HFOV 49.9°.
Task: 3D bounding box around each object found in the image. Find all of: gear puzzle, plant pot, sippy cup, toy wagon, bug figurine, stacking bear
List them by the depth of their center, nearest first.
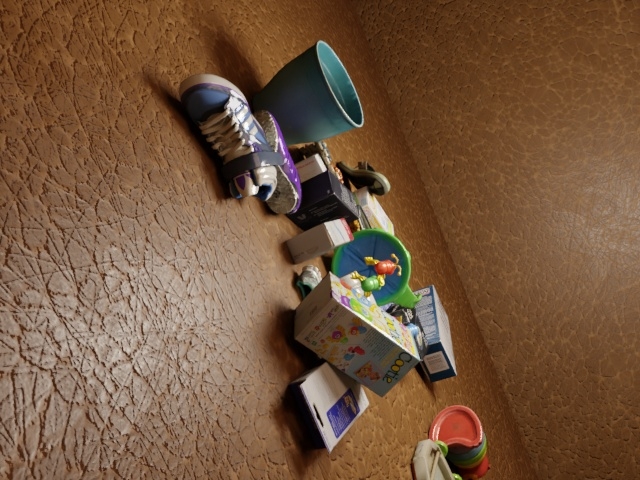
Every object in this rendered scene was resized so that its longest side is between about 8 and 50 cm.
[{"bbox_3d":[0.183,0.168,1.860,0.216,0.072,0.278,-9,77,-59],"label":"bug figurine"},{"bbox_3d":[-0.048,-0.405,2.025,0.271,0.255,0.271,50,26,-36],"label":"plant pot"},{"bbox_3d":[0.374,0.777,2.062,0.344,0.068,0.267,65,21,-5],"label":"toy wagon"},{"bbox_3d":[0.163,0.079,2.102,0.224,0.240,0.305,-5,81,-80],"label":"sippy cup"},{"bbox_3d":[0.053,-0.164,2.182,0.338,0.044,0.175,62,-20,-11],"label":"gear puzzle"},{"bbox_3d":[0.489,0.703,2.319,0.164,0.176,0.289,-78,150,-47],"label":"stacking bear"}]

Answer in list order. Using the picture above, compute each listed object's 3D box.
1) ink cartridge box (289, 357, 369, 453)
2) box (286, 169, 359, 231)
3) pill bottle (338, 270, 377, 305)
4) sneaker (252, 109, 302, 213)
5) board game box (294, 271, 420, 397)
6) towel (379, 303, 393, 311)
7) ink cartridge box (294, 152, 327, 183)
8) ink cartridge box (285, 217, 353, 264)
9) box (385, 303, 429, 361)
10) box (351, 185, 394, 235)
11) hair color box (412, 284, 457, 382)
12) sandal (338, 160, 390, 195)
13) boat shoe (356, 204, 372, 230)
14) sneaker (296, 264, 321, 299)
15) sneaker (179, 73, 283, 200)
[{"bbox_3d":[0.016,0.373,1.618,0.165,0.065,0.333,68,19,3],"label":"ink cartridge box"},{"bbox_3d":[0.003,-0.101,1.963,0.158,0.156,0.093,40,32,-50],"label":"box"},{"bbox_3d":[0.098,0.208,1.901,0.229,0.131,0.131,67,20,2],"label":"pill bottle"},{"bbox_3d":[-0.122,-0.205,1.871,0.146,0.102,0.293,4,68,-72],"label":"sneaker"},{"bbox_3d":[0.086,0.229,1.679,0.275,0.144,0.142,37,18,-16],"label":"board game box"},{"bbox_3d":[0.250,0.287,2.327,0.336,0.040,0.243,25,46,-61],"label":"towel"},{"bbox_3d":[-0.021,-0.194,2.102,0.122,0.089,0.052,62,21,-13],"label":"ink cartridge box"},{"bbox_3d":[0.000,0.000,1.887,0.072,0.128,0.175,66,20,3],"label":"ink cartridge box"},{"bbox_3d":[0.279,0.297,2.240,0.180,0.078,0.147,69,20,-3],"label":"box"},{"bbox_3d":[0.168,-0.071,2.416,0.203,0.103,0.114,53,23,-31],"label":"box"},{"bbox_3d":[0.410,0.337,2.531,0.347,0.105,0.173,-82,149,-60],"label":"hair color box"},{"bbox_3d":[0.168,-0.230,2.451,0.120,0.086,0.303,51,-13,-31],"label":"sandal"},{"bbox_3d":[0.164,0.012,2.332,0.302,0.091,0.114,54,24,-29],"label":"boat shoe"},{"bbox_3d":[-0.015,0.150,1.810,0.166,0.065,0.076,59,38,-12],"label":"sneaker"},{"bbox_3d":[-0.202,-0.221,1.622,0.323,0.130,0.236,44,25,-57],"label":"sneaker"}]
